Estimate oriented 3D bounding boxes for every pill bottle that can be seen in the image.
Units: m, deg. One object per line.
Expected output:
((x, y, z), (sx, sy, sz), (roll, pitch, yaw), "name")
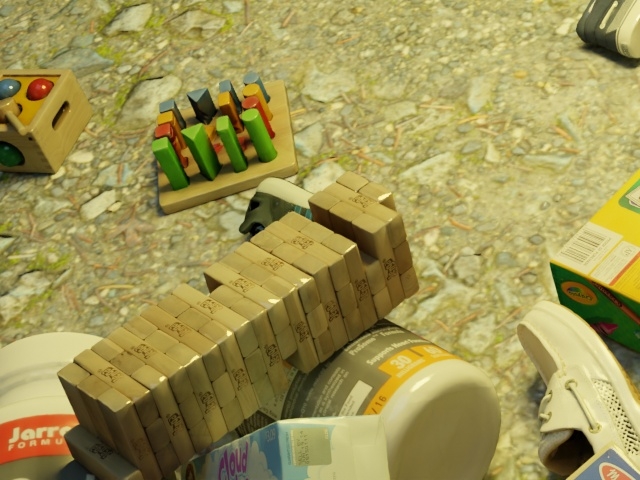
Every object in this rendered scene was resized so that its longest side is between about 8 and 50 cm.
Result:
((-0.225, 0.266, 1.410), (0.210, 0.210, 0.363), (-17, 43, 8), "pill bottle")
((0.012, 0.135, 1.473), (0.278, 0.162, 0.162), (27, 62, 41), "pill bottle")

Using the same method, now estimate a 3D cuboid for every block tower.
((-0.062, 0.073, 1.368), (0.335, 0.097, 0.091), (-37, 41, -25), "block tower")

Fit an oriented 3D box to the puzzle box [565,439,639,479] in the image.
((0.236, 0.367, 1.107), (0.272, 0.052, 0.409), (-40, 60, -5), "puzzle box")

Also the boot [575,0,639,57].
((0.359, -0.287, 1.800), (0.086, 0.069, 0.190), (26, 73, 46), "boot")

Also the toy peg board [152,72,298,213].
((-0.119, -0.131, 1.867), (0.161, 0.079, 0.160), (-17, 42, 7), "toy peg board")

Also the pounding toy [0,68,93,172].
((-0.356, -0.144, 1.971), (0.130, 0.100, 0.141), (3, 48, 27), "pounding toy")

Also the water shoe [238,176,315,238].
((0.000, 0.000, 1.701), (0.203, 0.073, 0.080), (24, 82, 45), "water shoe")

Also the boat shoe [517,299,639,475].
((0.226, 0.158, 1.399), (0.096, 0.098, 0.277), (-28, 43, -6), "boat shoe")

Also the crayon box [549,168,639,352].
((0.366, -0.014, 1.524), (0.278, 0.081, 0.165), (-43, 45, -20), "crayon box")

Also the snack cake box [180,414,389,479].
((-0.031, 0.231, 1.296), (0.089, 0.264, 0.152), (-1, 76, -21), "snack cake box")
